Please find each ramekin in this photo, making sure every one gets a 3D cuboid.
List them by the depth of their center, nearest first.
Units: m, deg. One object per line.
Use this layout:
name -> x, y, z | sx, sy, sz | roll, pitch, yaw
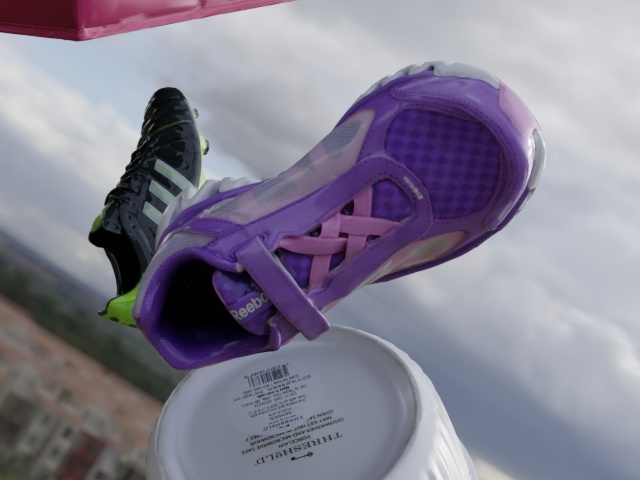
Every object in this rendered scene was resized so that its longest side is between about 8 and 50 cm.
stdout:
ramekin -> -0.010, 0.146, 1.220 | 0.207, 0.207, 0.109 | 28, -32, 38

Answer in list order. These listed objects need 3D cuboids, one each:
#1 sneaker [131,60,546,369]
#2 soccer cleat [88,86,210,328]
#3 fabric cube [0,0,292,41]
sneaker -> 0.000, 0.000, 0.950 | 0.095, 0.236, 0.104 | 56, 34, -11
soccer cleat -> -0.115, -0.025, 1.325 | 0.072, 0.179, 0.060 | 11, -26, -26
fabric cube -> -0.181, -0.296, 1.443 | 0.254, 0.258, 0.259 | 9, 18, 35
